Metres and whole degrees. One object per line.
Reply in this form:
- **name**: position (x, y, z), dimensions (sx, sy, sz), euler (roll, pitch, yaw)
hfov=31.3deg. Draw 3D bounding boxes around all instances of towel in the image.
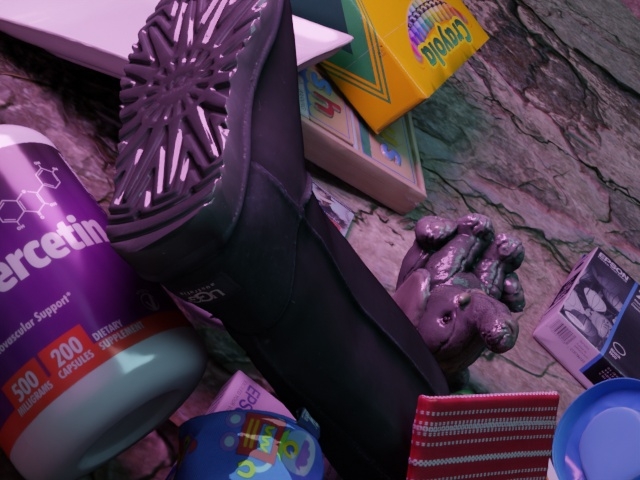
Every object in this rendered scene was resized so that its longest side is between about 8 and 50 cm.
- **towel**: position (0.135, 0.273, 1.057), dimensions (0.199, 0.274, 0.031), euler (5, 6, -43)

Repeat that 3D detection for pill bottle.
- **pill bottle**: position (-0.252, 0.032, 0.961), dimensions (0.323, 0.181, 0.181), euler (50, 33, 13)

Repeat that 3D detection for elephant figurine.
- **elephant figurine**: position (0.140, 0.087, 1.275), dimensions (0.169, 0.186, 0.239), euler (7, 38, 12)

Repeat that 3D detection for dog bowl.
- **dog bowl**: position (0.384, 0.306, 1.350), dimensions (0.074, 0.166, 0.297), euler (32, 31, -38)

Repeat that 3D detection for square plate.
- **square plate**: position (-0.177, -0.249, 1.398), dimensions (0.344, 0.049, 0.347), euler (21, 28, 15)

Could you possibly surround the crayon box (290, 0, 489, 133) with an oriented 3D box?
- **crayon box**: position (0.078, -0.352, 1.669), dimensions (0.313, 0.106, 0.363), euler (50, 31, -4)

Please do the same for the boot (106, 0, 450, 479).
- **boot**: position (-0.001, 0.002, 1.052), dimensions (0.445, 0.146, 0.367), euler (48, 38, -39)

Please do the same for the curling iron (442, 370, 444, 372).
- **curling iron**: position (0.129, 0.188, 1.325), dimensions (0.068, 0.035, 0.274), euler (47, 30, -11)

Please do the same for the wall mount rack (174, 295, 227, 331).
- **wall mount rack**: position (-0.079, 0.022, 1.223), dimensions (0.304, 0.130, 0.350), euler (25, 36, -19)

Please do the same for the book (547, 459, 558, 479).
- **book**: position (0.235, 0.288, 1.326), dimensions (0.096, 0.035, 0.144), euler (10, 46, -35)

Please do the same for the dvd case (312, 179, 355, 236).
- **dvd case**: position (-0.004, -0.030, 1.459), dimensions (0.087, 0.013, 0.119), euler (38, 31, -7)

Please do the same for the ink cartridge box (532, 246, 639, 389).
- **ink cartridge box**: position (0.434, 0.115, 1.713), dimensions (0.165, 0.065, 0.333), euler (43, 31, 3)

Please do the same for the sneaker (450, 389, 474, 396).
- **sneaker**: position (0.214, 0.278, 1.205), dimensions (0.295, 0.109, 0.123), euler (56, 36, 1)

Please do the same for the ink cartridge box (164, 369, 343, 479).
- **ink cartridge box**: position (-0.035, 0.256, 1.055), dimensions (0.224, 0.045, 0.223), euler (39, 32, -5)

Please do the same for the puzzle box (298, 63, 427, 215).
- **puzzle box**: position (0.020, -0.249, 1.646), dimensions (0.272, 0.052, 0.409), euler (28, 39, -35)

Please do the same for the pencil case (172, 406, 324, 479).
- **pencil case**: position (-0.068, 0.277, 0.872), dimensions (0.133, 0.119, 0.306), euler (24, 49, -19)
